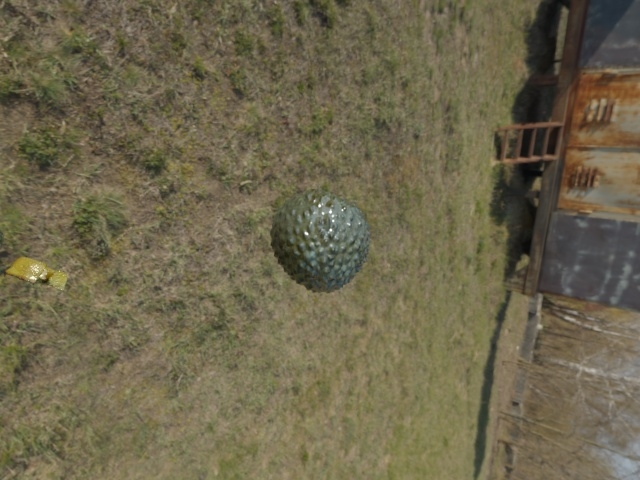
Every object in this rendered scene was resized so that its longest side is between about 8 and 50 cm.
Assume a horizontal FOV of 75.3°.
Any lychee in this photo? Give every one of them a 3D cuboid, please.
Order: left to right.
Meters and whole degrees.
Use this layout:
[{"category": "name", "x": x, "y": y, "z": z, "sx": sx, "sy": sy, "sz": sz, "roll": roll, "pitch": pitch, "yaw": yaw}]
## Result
[{"category": "lychee", "x": 0.000, "y": 0.000, "z": 1.036, "sx": 0.255, "sy": 0.255, "sz": 0.275, "roll": 37, "pitch": 45, "yaw": -55}]

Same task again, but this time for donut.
[{"category": "donut", "x": -0.905, "y": 0.104, "z": 1.324, "sx": 0.181, "sy": 0.146, "sz": 0.078, "roll": 67, "pitch": 41, "yaw": -72}]

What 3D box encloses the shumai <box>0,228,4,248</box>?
[{"category": "shumai", "x": -1.166, "y": -0.066, "z": 1.347, "sx": 0.189, "sy": 0.255, "sz": 0.218, "roll": -87, "pitch": -165, "yaw": -68}]
